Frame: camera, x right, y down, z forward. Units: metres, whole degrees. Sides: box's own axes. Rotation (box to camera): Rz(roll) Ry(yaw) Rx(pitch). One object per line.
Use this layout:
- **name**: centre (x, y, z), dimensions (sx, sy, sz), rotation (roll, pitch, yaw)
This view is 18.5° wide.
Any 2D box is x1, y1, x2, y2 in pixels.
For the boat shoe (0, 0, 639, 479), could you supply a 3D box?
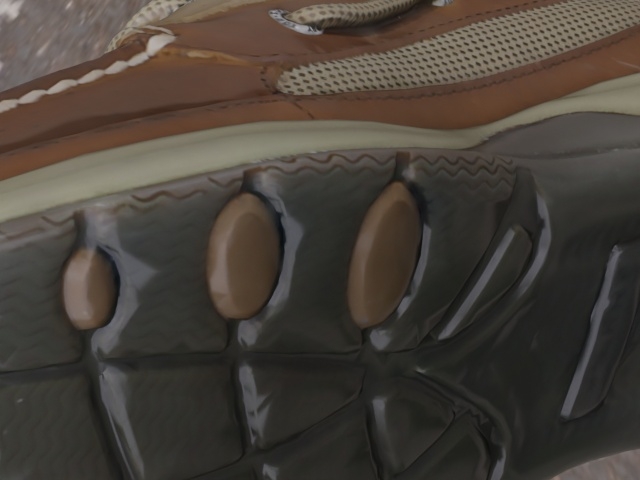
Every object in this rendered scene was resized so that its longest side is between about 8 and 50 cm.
- **boat shoe**: centre (0.000, 0.000, 0.435), dimensions (0.324, 0.120, 0.122), rotation (-10, 127, -41)
